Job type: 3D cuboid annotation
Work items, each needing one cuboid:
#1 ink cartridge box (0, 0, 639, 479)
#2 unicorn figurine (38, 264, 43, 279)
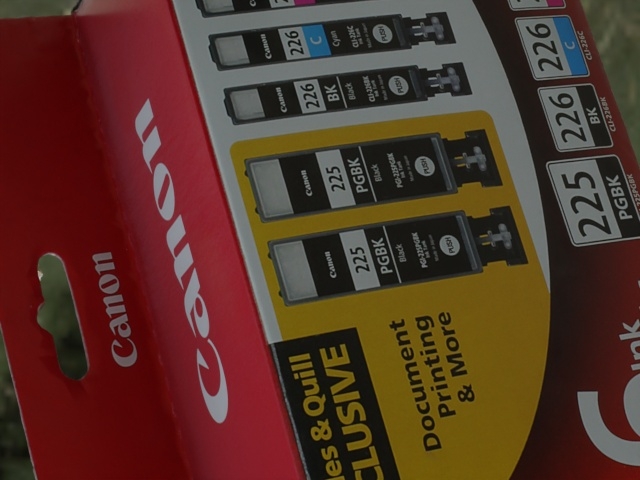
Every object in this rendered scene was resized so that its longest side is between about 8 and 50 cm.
[{"bbox_3d":[0.000,0.000,0.798,0.272,0.309,0.130,-9,162,-25],"label":"ink cartridge box"},{"bbox_3d":[-0.272,0.021,1.280,0.111,0.060,0.162,-30,137,9],"label":"unicorn figurine"}]
